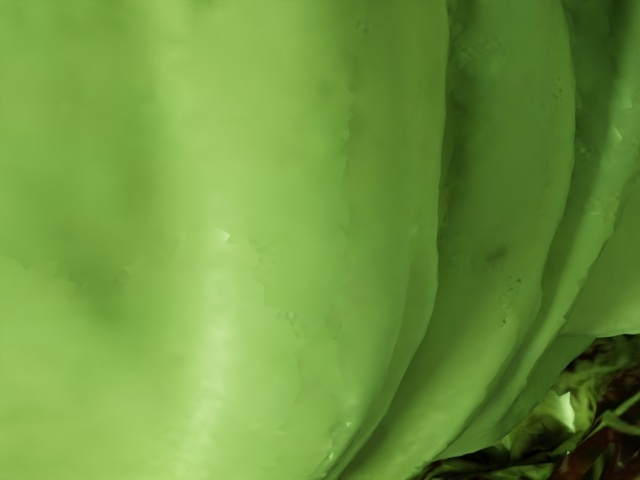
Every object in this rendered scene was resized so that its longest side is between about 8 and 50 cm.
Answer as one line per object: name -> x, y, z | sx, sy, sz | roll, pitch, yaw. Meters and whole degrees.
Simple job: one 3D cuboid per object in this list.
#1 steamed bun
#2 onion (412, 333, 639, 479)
steamed bun -> 0.001, -0.075, 0.469 | 0.219, 0.310, 0.324 | 3, 155, 16
onion -> 0.120, 0.113, 0.624 | 0.314, 0.314, 0.232 | 28, 153, 53
